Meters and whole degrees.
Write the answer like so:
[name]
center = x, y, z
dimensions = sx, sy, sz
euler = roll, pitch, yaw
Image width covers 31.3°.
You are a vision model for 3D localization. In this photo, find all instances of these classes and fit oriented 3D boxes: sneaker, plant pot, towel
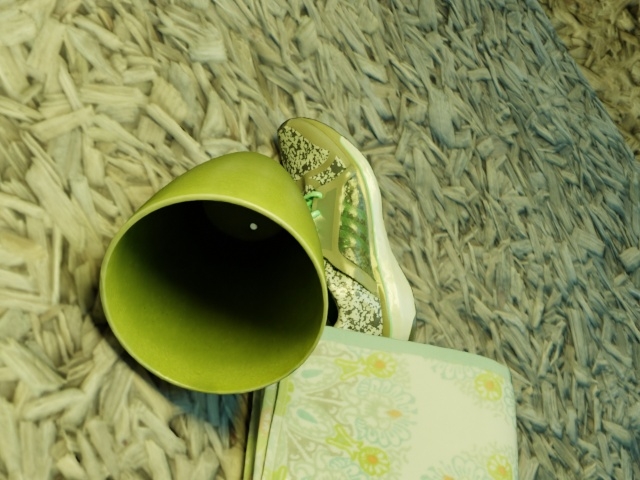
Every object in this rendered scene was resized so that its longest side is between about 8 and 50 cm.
[sneaker]
center = 0.000, 0.000, 1.715
dimensions = 0.182, 0.158, 0.410
euler = -11, 72, -36
[plant pot]
center = -0.115, 0.001, 1.481
dimensions = 0.275, 0.274, 0.293
euler = 49, 22, -19
[towel]
center = 0.084, 0.278, 1.528
dimensions = 0.374, 0.090, 0.321
euler = 11, 51, -6
